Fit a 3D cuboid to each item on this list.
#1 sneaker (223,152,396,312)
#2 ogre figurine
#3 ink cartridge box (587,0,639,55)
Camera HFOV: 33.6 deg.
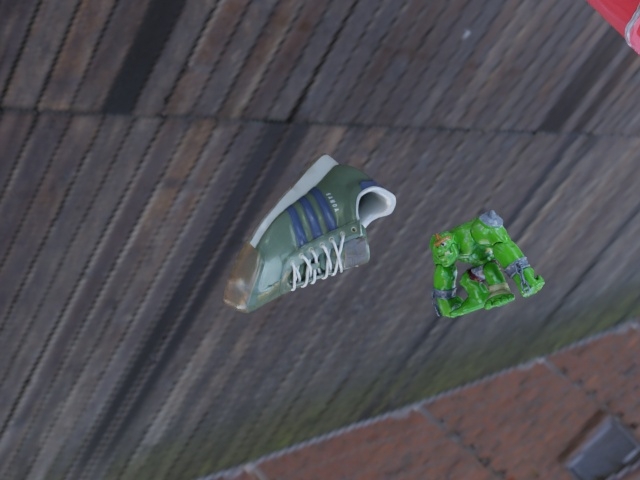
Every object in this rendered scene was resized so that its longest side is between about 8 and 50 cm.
[{"bbox_3d":[0.000,0.000,0.900,0.192,0.086,0.064,-54,161,-42],"label":"sneaker"},{"bbox_3d":[0.201,0.032,1.382,0.097,0.118,0.197,-19,176,-12],"label":"ogre figurine"},{"bbox_3d":[0.239,-0.172,0.625,0.134,0.078,0.231,35,77,-27],"label":"ink cartridge box"}]
